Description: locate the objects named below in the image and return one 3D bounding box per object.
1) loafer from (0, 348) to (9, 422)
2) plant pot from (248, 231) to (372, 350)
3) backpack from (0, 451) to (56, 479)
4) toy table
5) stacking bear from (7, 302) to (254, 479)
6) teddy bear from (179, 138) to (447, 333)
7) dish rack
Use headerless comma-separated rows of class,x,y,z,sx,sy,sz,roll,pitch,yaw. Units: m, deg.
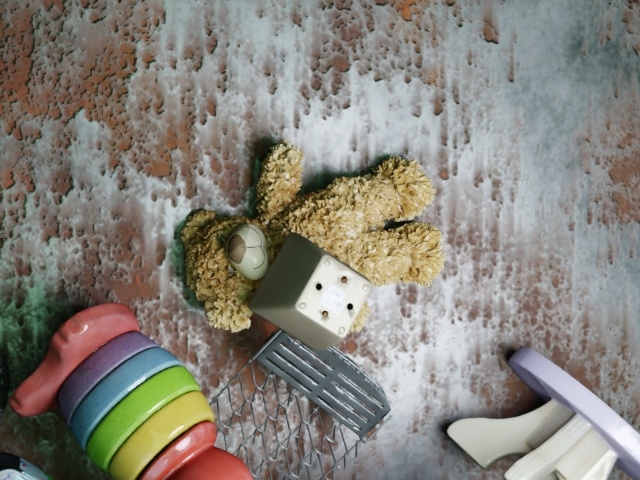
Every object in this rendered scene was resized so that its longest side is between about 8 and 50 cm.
loafer,-0.502,0.257,1.558,0.366,0.130,0.134,-58,141,-19
plant pot,-0.001,0.062,1.582,0.109,0.096,0.109,33,79,-20
backpack,-0.344,0.405,1.597,0.253,0.191,0.225,43,83,-20
toy table,0.309,0.281,1.736,0.161,0.274,0.252,-45,146,-6
stacking bear,-0.192,0.228,1.567,0.289,0.164,0.175,47,119,15
teddy bear,0.000,0.000,1.682,0.338,0.113,0.245,5,92,-16
dish rack,-0.052,0.247,1.677,0.208,0.074,0.271,38,106,-17
